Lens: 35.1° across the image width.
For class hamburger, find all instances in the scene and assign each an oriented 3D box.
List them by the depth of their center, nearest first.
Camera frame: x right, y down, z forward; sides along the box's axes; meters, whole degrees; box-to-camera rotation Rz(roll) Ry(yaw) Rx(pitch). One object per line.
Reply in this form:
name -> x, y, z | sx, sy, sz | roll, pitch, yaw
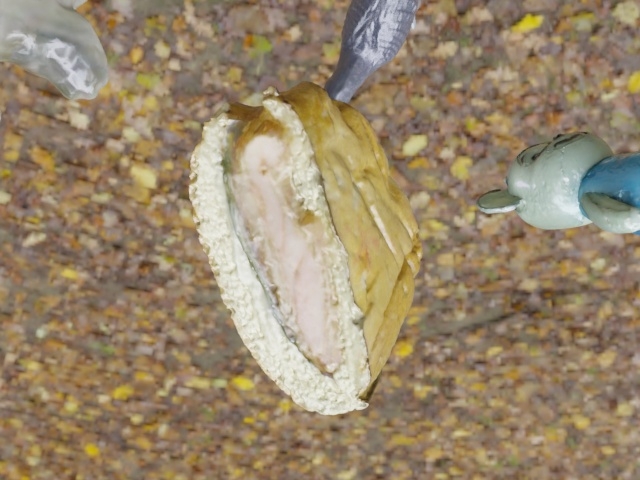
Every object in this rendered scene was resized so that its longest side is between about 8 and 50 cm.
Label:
hamburger -> 0.003, -0.001, 1.070 | 0.162, 0.209, 0.330 | -16, 96, 31

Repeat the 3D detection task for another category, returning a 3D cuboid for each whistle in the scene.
whistle -> 0.221, -0.039, 0.725 | 0.236, 0.114, 0.077 | 12, 123, 53

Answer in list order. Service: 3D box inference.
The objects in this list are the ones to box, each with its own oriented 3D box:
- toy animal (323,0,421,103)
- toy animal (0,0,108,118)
toy animal -> 0.089, -0.301, 1.260 | 0.081, 0.206, 0.367 | 30, 107, 5
toy animal -> -0.283, -0.112, 0.621 | 0.308, 0.266, 0.188 | 10, 172, -17
